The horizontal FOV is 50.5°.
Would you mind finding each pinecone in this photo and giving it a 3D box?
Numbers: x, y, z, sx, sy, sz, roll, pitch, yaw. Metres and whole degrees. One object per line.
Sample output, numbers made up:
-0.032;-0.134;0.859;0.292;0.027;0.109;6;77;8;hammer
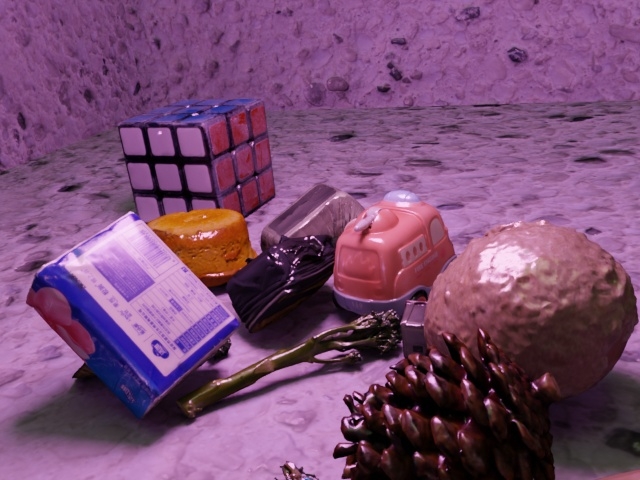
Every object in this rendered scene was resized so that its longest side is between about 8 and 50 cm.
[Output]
0.150;0.228;0.784;0.272;0.224;0.224;-30;21;7;pinecone

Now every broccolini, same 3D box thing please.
-0.036;0.211;1.101;0.391;0.079;0.074;-23;37;-18;broccolini
-0.225;0.158;1.280;0.051;0.054;0.239;-30;26;-16;broccolini

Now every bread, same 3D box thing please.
-0.269;0.016;1.511;0.268;0.146;0.268;-4;19;1;bread

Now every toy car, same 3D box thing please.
0.138;0.021;1.285;0.180;0.213;0.270;10;27;35;toy car

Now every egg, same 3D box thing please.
0.291;0.106;0.970;0.310;0.279;0.279;-8;17;40;egg

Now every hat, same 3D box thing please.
-0.353;0.208;1.179;0.146;0.067;0.146;-45;2;2;hat

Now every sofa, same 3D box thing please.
0.000;0.000;1.530;0.225;0.176;0.210;-41;21;-9;sofa

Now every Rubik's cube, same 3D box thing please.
-0.335;-0.222;1.903;0.300;0.304;0.305;5;23;27;Rubik's cube

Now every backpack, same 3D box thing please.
-0.056;0.063;1.297;0.206;0.133;0.258;-41;-15;34;backpack

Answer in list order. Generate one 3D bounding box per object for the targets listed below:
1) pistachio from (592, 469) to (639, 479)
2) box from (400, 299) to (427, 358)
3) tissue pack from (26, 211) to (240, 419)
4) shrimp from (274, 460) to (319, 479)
0.323;0.295;0.678;0.225;0.136;0.136;-16;22;0;pistachio
0.165;0.151;1.133;0.060;0.085;0.063;4;30;23;box
-0.295;0.118;1.087;0.209;0.269;0.137;-43;-5;-38;tissue pack
-0.002;0.330;0.793;0.082;0.076;0.174;-54;40;-5;shrimp
